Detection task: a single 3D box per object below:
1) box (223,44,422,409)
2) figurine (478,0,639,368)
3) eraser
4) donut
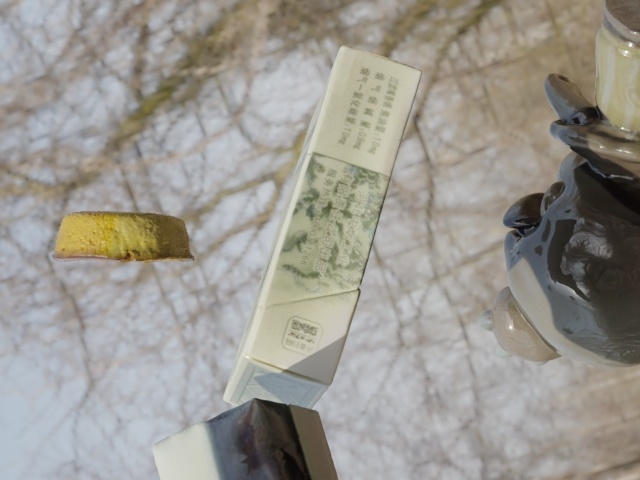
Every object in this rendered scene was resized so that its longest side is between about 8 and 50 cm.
[{"bbox_3d":[0.001,0.000,1.122,0.164,0.069,0.256,117,171,-71],"label":"box"},{"bbox_3d":[0.285,-0.036,1.301,0.203,0.248,0.380,-113,21,-50],"label":"figurine"},{"bbox_3d":[-0.001,0.306,0.927,0.096,0.098,0.403,22,-134,-58],"label":"eraser"},{"bbox_3d":[-0.248,-0.003,1.842,0.162,0.178,0.065,14,-104,-83],"label":"donut"}]
